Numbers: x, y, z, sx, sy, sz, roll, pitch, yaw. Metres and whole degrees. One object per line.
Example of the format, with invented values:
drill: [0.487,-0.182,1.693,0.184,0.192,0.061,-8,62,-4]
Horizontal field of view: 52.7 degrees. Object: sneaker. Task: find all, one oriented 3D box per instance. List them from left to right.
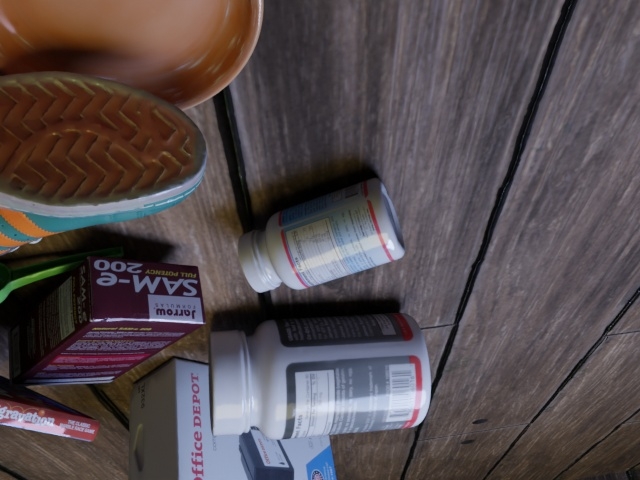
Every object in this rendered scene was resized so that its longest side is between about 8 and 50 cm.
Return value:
sneaker: [-0.233,-0.043,0.473,0.302,0.108,0.121,-3,158,-7]

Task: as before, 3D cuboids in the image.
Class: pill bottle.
pill bottle: [-0.008,0.185,0.885,0.283,0.161,0.161,-1,146,-12]
pill bottle: [0.000,0.000,0.671,0.160,0.087,0.087,-18,146,13]

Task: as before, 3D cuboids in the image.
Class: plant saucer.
plant saucer: [-0.139,-0.163,0.431,0.200,0.037,0.200,-7,146,-5]

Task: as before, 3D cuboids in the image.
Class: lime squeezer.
lime squeezer: [-0.364,0.020,0.634,0.310,0.059,0.110,17,139,-34]

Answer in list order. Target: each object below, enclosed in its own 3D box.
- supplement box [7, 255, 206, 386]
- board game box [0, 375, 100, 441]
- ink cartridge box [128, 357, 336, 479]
supplement box: [-0.249,0.099,0.732,0.130,0.073,0.239,8,151,-42]
board game box: [-0.400,0.177,0.764,0.281,0.027,0.145,6,162,39]
ink cartridge box: [-0.132,0.332,1.019,0.307,0.223,0.129,22,135,-39]
